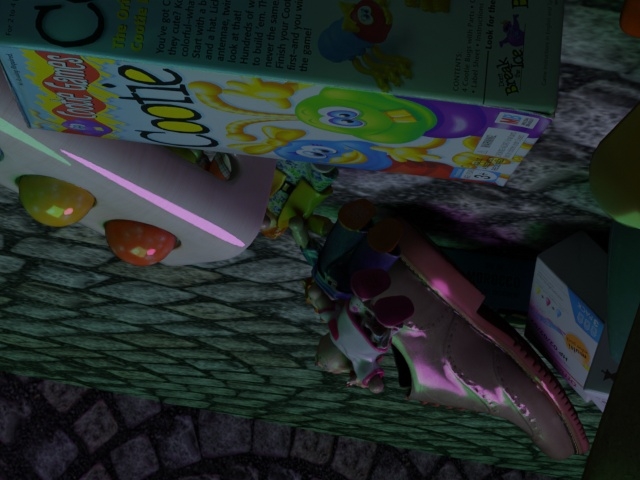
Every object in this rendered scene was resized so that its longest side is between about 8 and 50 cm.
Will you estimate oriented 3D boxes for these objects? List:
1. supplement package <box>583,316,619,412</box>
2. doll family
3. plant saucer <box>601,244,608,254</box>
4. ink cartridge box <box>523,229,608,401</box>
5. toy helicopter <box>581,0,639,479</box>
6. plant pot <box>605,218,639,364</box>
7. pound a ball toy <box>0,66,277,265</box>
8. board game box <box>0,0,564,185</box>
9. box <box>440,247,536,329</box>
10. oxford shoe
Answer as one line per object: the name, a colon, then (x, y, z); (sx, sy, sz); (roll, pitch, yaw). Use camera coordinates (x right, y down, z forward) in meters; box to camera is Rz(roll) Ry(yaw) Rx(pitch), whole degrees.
supplement package: (0.388, 0.108, 1.312); (0.198, 0.199, 0.262); (12, 161, 32)
doll family: (0.000, 0.000, 1.254); (0.118, 0.263, 0.163); (-35, 171, -30)
plant saucer: (0.351, 0.028, 1.509); (0.168, 0.029, 0.168); (6, 167, 1)
ink cartridge box: (0.264, 0.088, 1.489); (0.061, 0.104, 0.181); (-30, 148, -19)
toy helicopter: (0.185, -0.029, 0.668); (0.140, 0.355, 0.235); (18, 173, 9)
plant pot: (0.377, 0.020, 0.917); (0.334, 0.341, 0.341); (8, 169, 31)
pound a ball toy: (-0.185, -0.061, 1.075); (0.208, 0.136, 0.319); (-8, 152, 44)
board game box: (-0.019, -0.129, 0.791); (0.275, 0.144, 0.142); (7, 167, -3)
box: (0.167, 0.053, 1.623); (0.244, 0.060, 0.100); (8, 166, -6)
oxford shoe: (0.145, 0.126, 1.516); (0.348, 0.130, 0.123); (46, -178, -23)
